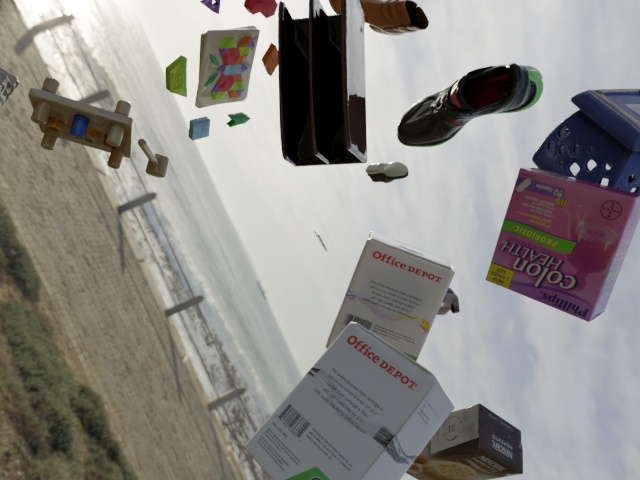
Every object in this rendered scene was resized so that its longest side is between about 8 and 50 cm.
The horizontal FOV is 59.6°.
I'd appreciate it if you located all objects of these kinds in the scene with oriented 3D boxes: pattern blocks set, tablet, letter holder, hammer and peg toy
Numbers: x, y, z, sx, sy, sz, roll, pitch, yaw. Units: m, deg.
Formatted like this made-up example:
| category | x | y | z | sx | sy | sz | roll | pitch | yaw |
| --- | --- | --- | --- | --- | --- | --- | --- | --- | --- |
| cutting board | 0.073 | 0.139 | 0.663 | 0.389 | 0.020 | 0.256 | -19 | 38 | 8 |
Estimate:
| category | x | y | z | sx | sy | sz | roll | pitch | yaw |
| --- | --- | --- | --- | --- | --- | --- | --- | --- | --- |
| pattern blocks set | -0.196 | -0.368 | 1.183 | 0.026 | 0.286 | 0.324 | 43 | -33 | 27 |
| tablet | 0.000 | 0.000 | 1.564 | 0.054 | 0.006 | 0.083 | 63 | -3 | -15 |
| letter holder | -0.003 | -0.302 | 1.032 | 0.214 | 0.152 | 0.301 | -1 | 90 | -79 |
| hammer and peg toy | -0.586 | -0.300 | 1.527 | 0.266 | 0.362 | 0.127 | 145 | -42 | -68 |

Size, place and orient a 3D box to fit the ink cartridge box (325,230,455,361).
| category | x | y | z | sx | sy | sz | roll | pitch | yaw |
| --- | --- | --- | --- | --- | --- | --- | --- | --- | --- |
| ink cartridge box | 0.156 | 0.142 | 1.271 | 0.117 | 0.202 | 0.277 | -56 | 166 | -76 |

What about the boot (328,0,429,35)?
| category | x | y | z | sx | sy | sz | roll | pitch | yaw |
| --- | --- | --- | --- | --- | --- | --- | --- | --- | --- |
| boot | 0.181 | -0.716 | 1.733 | 0.284 | 0.108 | 0.220 | 23 | 2 | -38 |

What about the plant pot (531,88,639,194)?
| category | x | y | z | sx | sy | sz | roll | pitch | yaw |
| --- | --- | --- | --- | --- | --- | --- | --- | --- | --- |
| plant pot | 0.657 | -0.201 | 1.229 | 0.235 | 0.236 | 0.212 | -116 | -152 | -43 |

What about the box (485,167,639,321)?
| category | x | y | z | sx | sy | sz | roll | pitch | yaw |
| --- | --- | --- | --- | --- | --- | --- | --- | --- | --- |
| box | 0.475 | 0.000 | 1.097 | 0.214 | 0.117 | 0.242 | 25 | -69 | 36 |

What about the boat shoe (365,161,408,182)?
| category | x | y | z | sx | sy | sz | roll | pitch | yaw |
| --- | --- | --- | --- | --- | --- | --- | --- | --- | --- |
| boat shoe | 0.176 | -0.172 | 1.432 | 0.133 | 0.048 | 0.042 | 8 | -36 | 47 |

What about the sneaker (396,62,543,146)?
| category | x | y | z | sx | sy | sz | roll | pitch | yaw |
| --- | --- | --- | --- | --- | --- | --- | --- | --- | --- |
| sneaker | 0.433 | -0.439 | 1.750 | 0.202 | 0.483 | 0.185 | 8 | 67 | -51 |

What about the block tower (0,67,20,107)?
| category | x | y | z | sx | sy | sz | roll | pitch | yaw |
| --- | --- | --- | --- | --- | --- | --- | --- | --- | --- |
| block tower | -0.648 | -0.169 | 0.936 | 0.091 | 0.335 | 0.097 | 32 | -13 | -17 |

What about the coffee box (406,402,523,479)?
| category | x | y | z | sx | sy | sz | roll | pitch | yaw |
| --- | --- | --- | --- | --- | --- | --- | --- | --- | --- |
| coffee box | 0.297 | 0.458 | 1.228 | 0.141 | 0.247 | 0.098 | 34 | 46 | -20 |

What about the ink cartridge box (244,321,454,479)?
| category | x | y | z | sx | sy | sz | roll | pitch | yaw |
| --- | --- | --- | --- | --- | --- | --- | --- | --- | --- |
| ink cartridge box | 0.051 | 0.313 | 0.940 | 0.211 | 0.289 | 0.121 | 30 | -17 | 45 |

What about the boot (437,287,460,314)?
| category | x | y | z | sx | sy | sz | roll | pitch | yaw |
| --- | --- | --- | --- | --- | --- | --- | --- | --- | --- |
| boot | 0.378 | 0.183 | 1.717 | 0.042 | 0.119 | 0.086 | -47 | -130 | 39 |
